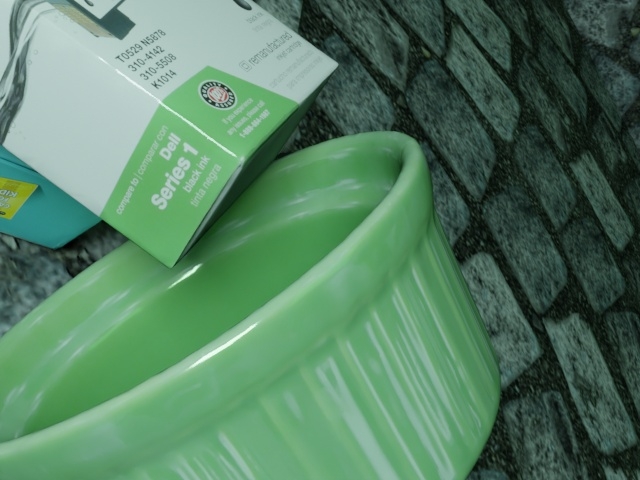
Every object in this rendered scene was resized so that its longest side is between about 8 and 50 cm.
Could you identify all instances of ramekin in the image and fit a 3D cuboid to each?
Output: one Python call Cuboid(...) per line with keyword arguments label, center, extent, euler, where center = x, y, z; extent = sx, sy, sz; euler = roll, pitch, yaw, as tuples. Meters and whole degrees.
Cuboid(label="ramekin", center=(-0.047, 0.076, 0.508), extent=(0.148, 0.303, 0.303), euler=(60, 33, -17))

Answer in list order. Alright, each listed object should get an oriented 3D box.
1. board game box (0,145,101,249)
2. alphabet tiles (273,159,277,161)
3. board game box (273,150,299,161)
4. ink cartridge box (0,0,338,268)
Cuboid(label="board game box", center=(-0.286, -0.164, 0.549), extent=(0.336, 0.079, 0.253), euler=(24, 48, -43))
Cuboid(label="alphabet tiles", center=(0.034, 0.057, 0.821), extent=(0.278, 0.021, 0.284), euler=(-3, 70, -54))
Cuboid(label="board game box", center=(0.000, 0.000, 0.861), extent=(0.126, 0.026, 0.186), euler=(-11, 76, -55))
Cuboid(label="ink cartridge box", center=(-0.122, -0.111, 0.512), extent=(0.219, 0.092, 0.160), euler=(36, 35, -2))
